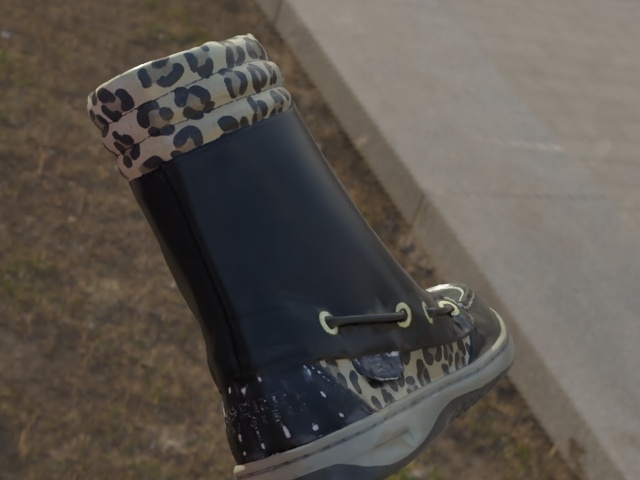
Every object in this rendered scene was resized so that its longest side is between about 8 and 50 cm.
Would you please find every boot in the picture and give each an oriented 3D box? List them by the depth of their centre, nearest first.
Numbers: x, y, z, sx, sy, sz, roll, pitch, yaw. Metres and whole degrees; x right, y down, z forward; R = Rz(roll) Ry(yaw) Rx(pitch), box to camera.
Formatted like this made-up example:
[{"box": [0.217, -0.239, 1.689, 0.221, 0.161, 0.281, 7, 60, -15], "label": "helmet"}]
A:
[{"box": [0.001, 0.000, 0.590, 0.178, 0.085, 0.236, 66, 23, -2], "label": "boot"}]
